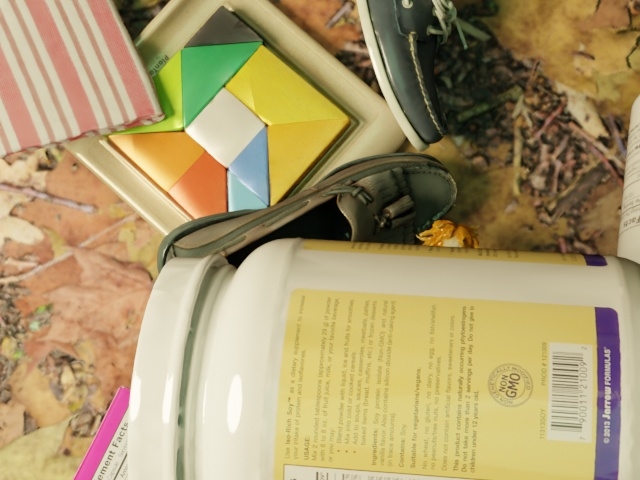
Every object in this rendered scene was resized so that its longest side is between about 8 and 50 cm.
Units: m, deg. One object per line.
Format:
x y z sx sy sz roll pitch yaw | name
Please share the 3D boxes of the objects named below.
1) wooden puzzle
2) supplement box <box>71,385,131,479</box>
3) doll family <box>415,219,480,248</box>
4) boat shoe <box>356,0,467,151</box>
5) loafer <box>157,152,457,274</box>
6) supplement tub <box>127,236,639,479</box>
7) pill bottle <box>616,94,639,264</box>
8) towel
-0.078 -0.096 0.967 0.239 0.044 0.221 42 88 3 | wooden puzzle
-0.088 0.222 0.903 0.220 0.111 0.114 24 65 3 | supplement box
0.124 0.072 0.926 0.263 0.118 0.163 15 105 2 | doll family
0.074 -0.205 0.949 0.079 0.095 0.254 -17 78 11 | boat shoe
0.000 0.000 0.916 0.267 0.084 0.096 -19 109 -12 | loafer
0.056 0.121 0.759 0.331 0.241 0.241 3 87 7 | supplement tub
0.309 -0.006 0.888 0.131 0.131 0.229 10 74 2 | pill bottle
-0.243 -0.142 0.917 0.197 0.029 0.144 -18 79 -30 | towel
